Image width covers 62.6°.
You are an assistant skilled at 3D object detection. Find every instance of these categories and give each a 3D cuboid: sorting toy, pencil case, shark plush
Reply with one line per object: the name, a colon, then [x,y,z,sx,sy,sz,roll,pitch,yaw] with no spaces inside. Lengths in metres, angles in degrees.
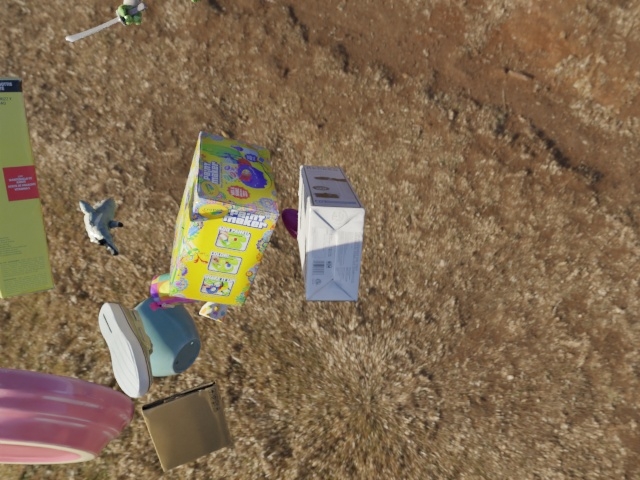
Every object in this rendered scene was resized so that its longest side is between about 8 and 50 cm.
sorting toy: [-0.329,0.214,1.674,0.083,0.045,0.075,25,76,-17]
pencil case: [-0.340,0.126,1.427,0.237,0.104,0.104,-14,72,7]
shark plush: [-0.416,-0.032,1.018,0.067,0.073,0.161,-16,33,-25]

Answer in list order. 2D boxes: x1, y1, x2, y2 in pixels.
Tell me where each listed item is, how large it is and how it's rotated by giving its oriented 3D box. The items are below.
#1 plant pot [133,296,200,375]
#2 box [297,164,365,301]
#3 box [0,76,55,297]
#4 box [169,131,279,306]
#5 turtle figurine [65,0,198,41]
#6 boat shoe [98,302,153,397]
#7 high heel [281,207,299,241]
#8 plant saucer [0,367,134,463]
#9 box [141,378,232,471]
plant pot: [-0.536,0.358,1.842,0.196,0.290,0.290,26,76,22]
box: [0.010,-0.026,0.962,0.087,0.290,0.169,1,109,-6]
box: [-0.345,-0.060,0.583,0.058,0.087,0.232,-10,109,-31]
box: [-0.233,-0.052,1.236,0.177,0.279,0.289,12,35,-19]
turtle figurine: [-0.343,-0.441,0.877,0.267,0.197,0.274,18,46,29]
boat shoe: [-0.470,0.262,1.324,0.302,0.094,0.109,50,120,39]
high heel: [0.000,0.000,1.387,0.244,0.117,0.082,45,81,-12]
plant saucer: [-0.446,0.264,0.755,0.333,0.332,0.084,-2,60,4]
box: [-0.294,0.415,1.177,0.165,0.201,0.021,-17,33,-18]
